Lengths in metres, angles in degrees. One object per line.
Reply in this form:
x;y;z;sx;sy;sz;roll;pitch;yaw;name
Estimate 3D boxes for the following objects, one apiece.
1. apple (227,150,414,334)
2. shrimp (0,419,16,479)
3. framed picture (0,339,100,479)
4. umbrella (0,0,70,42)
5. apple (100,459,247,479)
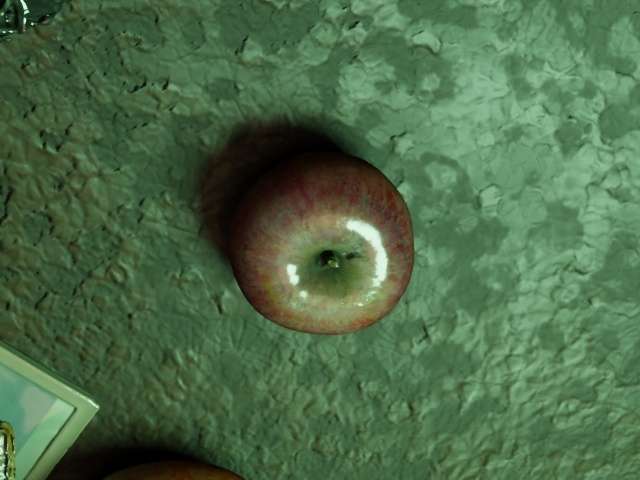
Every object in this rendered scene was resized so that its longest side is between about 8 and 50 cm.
0.000;0.000;1.417;0.153;0.120;0.153;0;112;-1;apple
-0.371;0.209;1.451;0.253;0.058;0.173;-28;92;3;shrimp
-0.358;0.195;1.496;0.213;0.016;0.289;34;102;-17;framed picture
-0.274;-0.196;1.320;0.337;0.154;0.128;-36;150;-11;umbrella
-0.122;0.284;1.483;0.209;0.164;0.209;-2;119;-4;apple
